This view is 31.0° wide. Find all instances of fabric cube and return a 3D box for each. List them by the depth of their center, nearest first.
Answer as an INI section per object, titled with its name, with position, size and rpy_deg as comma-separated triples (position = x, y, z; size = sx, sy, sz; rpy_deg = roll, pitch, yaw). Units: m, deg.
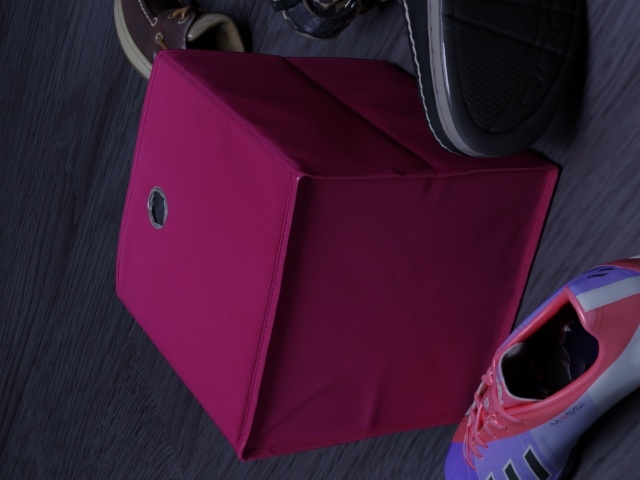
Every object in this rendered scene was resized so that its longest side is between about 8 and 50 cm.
[fabric cube]
position = 0.000, 0.000, 0.998
size = 0.258, 0.259, 0.254
rpy_deg = 44, 128, 47

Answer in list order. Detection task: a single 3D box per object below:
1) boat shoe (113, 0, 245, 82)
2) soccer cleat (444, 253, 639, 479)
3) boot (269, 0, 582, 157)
[boat shoe]
position = -0.135, -0.215, 1.345
size = 0.123, 0.123, 0.342
rpy_deg = -51, 49, 30
[soccer cleat]
position = 0.160, 0.120, 0.885
size = 0.318, 0.116, 0.108
rpy_deg = -56, 47, 44
[boot]
position = 0.068, -0.230, 0.976
size = 0.284, 0.138, 0.377
rpy_deg = -17, 75, 57
